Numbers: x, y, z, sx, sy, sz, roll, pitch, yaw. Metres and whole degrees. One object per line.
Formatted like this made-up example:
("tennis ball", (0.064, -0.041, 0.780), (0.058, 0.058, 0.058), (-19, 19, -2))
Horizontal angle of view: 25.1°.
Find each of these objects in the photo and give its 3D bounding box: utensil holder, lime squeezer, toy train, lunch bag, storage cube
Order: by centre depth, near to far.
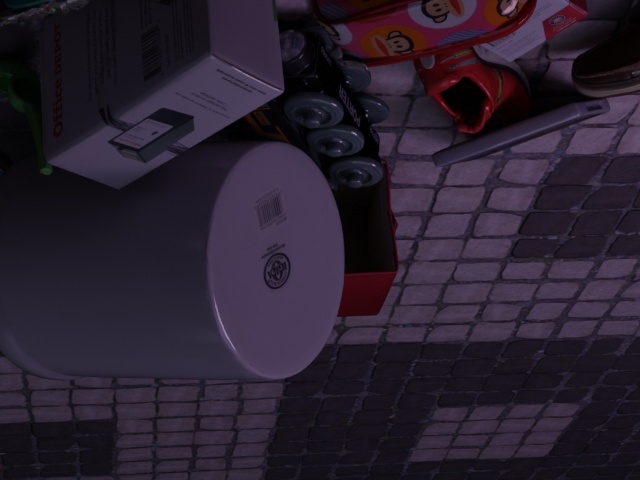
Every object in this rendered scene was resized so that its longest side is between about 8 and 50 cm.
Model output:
("lunch bag", (0.079, -0.321, 1.450), (0.258, 0.293, 0.120), (-12, 150, 19))
("lime squeezer", (-0.390, -0.170, 1.799), (0.059, 0.110, 0.310), (39, 172, -38))
("toy train", (-0.030, -0.170, 1.891), (0.190, 0.142, 0.334), (-2, 156, 19))
("utensil holder", (-0.207, 0.030, 1.903), (0.385, 0.327, 0.327), (0, 158, 33))
("storage cube", (0.000, 0.000, 2.130), (0.215, 0.183, 0.193), (-2, 158, -7))

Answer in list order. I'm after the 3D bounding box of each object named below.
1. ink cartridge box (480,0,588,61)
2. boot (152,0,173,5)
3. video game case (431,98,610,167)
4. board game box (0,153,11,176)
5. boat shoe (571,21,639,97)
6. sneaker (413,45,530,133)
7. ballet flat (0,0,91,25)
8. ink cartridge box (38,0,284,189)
("ink cartridge box", (0.218, -0.302, 1.739), (0.175, 0.072, 0.127), (22, 142, -41))
("boot", (-0.244, -0.307, 1.509), (0.161, 0.246, 0.083), (3, 109, -23))
("video game case", (0.280, -0.150, 1.992), (0.212, 0.023, 0.193), (-20, 179, 24))
("board game box", (-0.491, -0.056, 2.117), (0.145, 0.027, 0.281), (-10, 151, 12))
("boat shoe", (0.439, -0.267, 1.845), (0.257, 0.095, 0.095), (-20, 135, 13))
("sneaker", (0.196, -0.189, 1.886), (0.107, 0.118, 0.279), (-22, 156, 27))
("ballet flat", (-0.367, -0.281, 1.671), (0.241, 0.091, 0.077), (-5, 174, 6))
("ink cartridge box", (-0.192, -0.218, 1.681), (0.289, 0.211, 0.121), (-26, 147, 35))
